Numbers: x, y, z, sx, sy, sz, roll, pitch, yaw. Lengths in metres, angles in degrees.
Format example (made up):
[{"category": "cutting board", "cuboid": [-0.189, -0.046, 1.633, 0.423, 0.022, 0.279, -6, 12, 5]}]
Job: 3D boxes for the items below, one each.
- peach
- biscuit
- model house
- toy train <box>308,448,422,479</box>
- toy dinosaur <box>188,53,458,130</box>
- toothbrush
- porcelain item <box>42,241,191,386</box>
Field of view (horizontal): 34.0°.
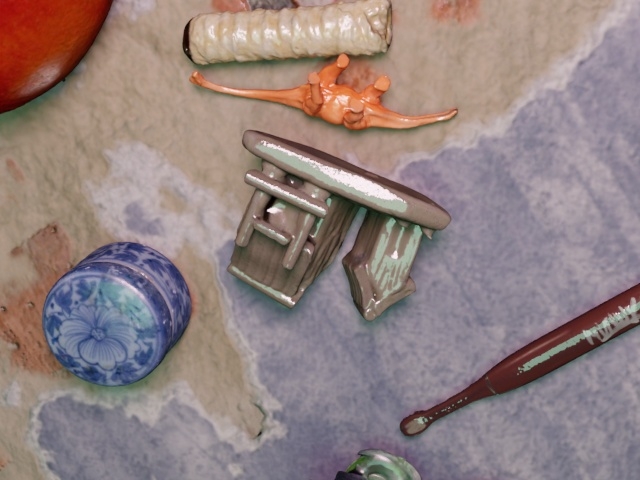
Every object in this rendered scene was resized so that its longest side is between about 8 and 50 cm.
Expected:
[{"category": "peach", "cuboid": [-0.335, -0.268, 1.011, 0.362, 0.201, 0.257, -35, 98, 31]}, {"category": "biscuit", "cuboid": [-0.036, -0.215, 1.075, 0.219, 0.055, 0.061, 0, 98, 10]}, {"category": "model house", "cuboid": [0.003, -0.007, 1.106, 0.229, 0.122, 0.188, 23, 114, -1]}, {"category": "toy train", "cuboid": [0.102, 0.396, 1.207, 0.307, 0.173, 0.249, 18, 118, 3]}, {"category": "toy dinosaur", "cuboid": [0.002, -0.151, 1.084, 0.280, 0.101, 0.055, 17, 68, -2]}, {"category": "toothbrush", "cuboid": [0.241, 0.131, 1.155, 0.364, 0.041, 0.041, -33, 101, 19]}, {"category": "porcelain item", "cuboid": [-0.230, 0.084, 1.183, 0.147, 0.114, 0.147, 3, 108, 9]}]
